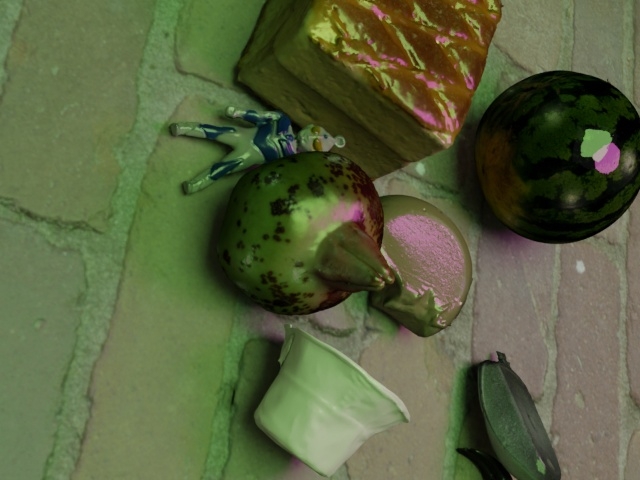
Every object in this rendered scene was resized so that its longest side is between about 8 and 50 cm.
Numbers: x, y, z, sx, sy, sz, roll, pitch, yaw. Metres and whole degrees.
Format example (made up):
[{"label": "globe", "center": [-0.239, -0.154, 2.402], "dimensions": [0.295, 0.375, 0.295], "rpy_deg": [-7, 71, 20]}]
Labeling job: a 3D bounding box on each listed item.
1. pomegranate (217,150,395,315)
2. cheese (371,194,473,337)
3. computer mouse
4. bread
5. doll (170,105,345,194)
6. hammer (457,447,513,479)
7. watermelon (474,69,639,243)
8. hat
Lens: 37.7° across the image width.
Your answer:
[{"label": "pomegranate", "center": [0.000, 0.000, 1.127], "dimensions": [0.214, 0.248, 0.214], "rpy_deg": [-17, 118, -35]}, {"label": "cheese", "center": [0.114, 0.021, 1.300], "dimensions": [0.202, 0.091, 0.175], "rpy_deg": [37, 60, -19]}, {"label": "computer mouse", "center": [0.269, 0.260, 1.337], "dimensions": [0.113, 0.068, 0.229], "rpy_deg": [39, 25, -42]}, {"label": "bread", "center": [0.070, -0.275, 1.276], "dimensions": [0.279, 0.207, 0.279], "rpy_deg": [37, 61, -23]}, {"label": "doll", "center": [-0.073, -0.126, 1.210], "dimensions": [0.227, 0.057, 0.114], "rpy_deg": [-10, 78, -23]}, {"label": "hammer", "center": [0.100, 0.395, 1.217], "dimensions": [0.440, 0.044, 0.168], "rpy_deg": [-10, 84, -36]}, {"label": "watermelon", "center": [0.357, -0.123, 1.398], "dimensions": [0.269, 0.269, 0.269], "rpy_deg": [10, 72, -32]}, {"label": "hat", "center": [0.000, 0.206, 1.136], "dimensions": [0.203, 0.203, 0.126], "rpy_deg": [40, 77, -19]}]
